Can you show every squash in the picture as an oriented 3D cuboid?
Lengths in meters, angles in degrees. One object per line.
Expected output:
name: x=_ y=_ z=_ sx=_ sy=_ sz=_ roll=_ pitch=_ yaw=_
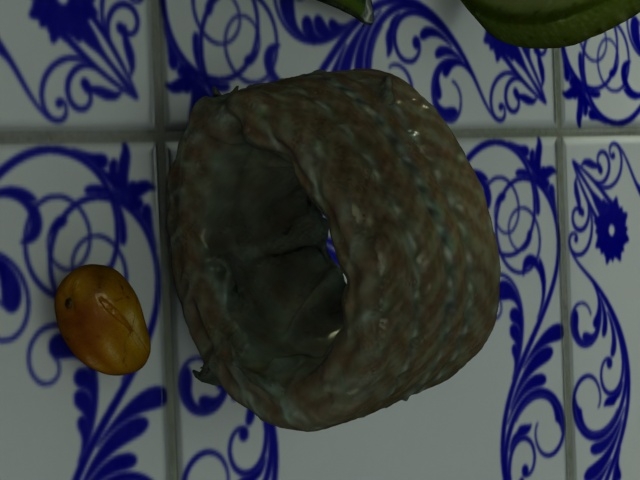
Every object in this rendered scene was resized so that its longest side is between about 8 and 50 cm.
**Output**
squash: x=0.207 y=-0.242 z=1.468 sx=0.041 sy=0.219 sz=0.219 roll=46 pitch=56 yaw=-34

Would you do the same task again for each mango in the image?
mango: x=-0.135 y=0.053 z=1.189 sx=0.089 sy=0.046 sz=0.060 roll=51 pitch=51 yaw=-42

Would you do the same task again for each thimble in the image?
thimble: x=0.005 y=0.004 z=1.240 sx=0.148 sy=0.196 sz=0.229 roll=-18 pitch=104 yaw=-48

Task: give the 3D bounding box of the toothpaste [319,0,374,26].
toothpaste: x=-0.033 y=-0.210 z=1.317 sx=0.248 sy=0.047 sz=0.078 roll=9 pitch=85 yaw=-52
